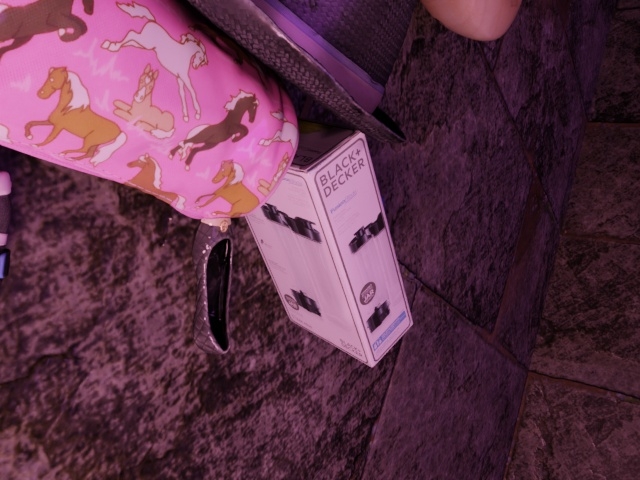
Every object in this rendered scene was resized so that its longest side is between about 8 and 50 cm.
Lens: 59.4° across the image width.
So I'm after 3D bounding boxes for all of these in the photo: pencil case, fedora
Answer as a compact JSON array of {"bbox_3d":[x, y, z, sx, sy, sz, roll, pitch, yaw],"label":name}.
[{"bbox_3d":[-0.174,-0.129,0.425,0.386,0.167,0.160,18,43,-55],"label":"pencil case"},{"bbox_3d":[-0.002,-0.230,0.495,0.152,0.334,0.334,-50,148,16],"label":"fedora"}]

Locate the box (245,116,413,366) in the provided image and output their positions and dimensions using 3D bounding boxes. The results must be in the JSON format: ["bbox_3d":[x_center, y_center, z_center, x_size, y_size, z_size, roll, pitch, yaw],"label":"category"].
[{"bbox_3d":[0.000,0.000,0.679,0.087,0.169,0.290,-40,129,-26],"label":"box"}]

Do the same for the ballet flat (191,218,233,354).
[{"bbox_3d":[-0.115,0.044,0.639,0.057,0.049,0.173,-8,104,-55],"label":"ballet flat"}]

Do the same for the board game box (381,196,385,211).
[{"bbox_3d":[0.054,-0.025,0.880,0.168,0.033,0.133,36,63,-57],"label":"board game box"}]

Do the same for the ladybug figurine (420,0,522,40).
[{"bbox_3d":[0.228,-0.549,0.883,0.305,0.162,0.449,-30,122,-47],"label":"ladybug figurine"}]

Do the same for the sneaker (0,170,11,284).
[{"bbox_3d":[-0.298,0.019,0.349,0.217,0.079,0.121,-14,108,-54],"label":"sneaker"}]
